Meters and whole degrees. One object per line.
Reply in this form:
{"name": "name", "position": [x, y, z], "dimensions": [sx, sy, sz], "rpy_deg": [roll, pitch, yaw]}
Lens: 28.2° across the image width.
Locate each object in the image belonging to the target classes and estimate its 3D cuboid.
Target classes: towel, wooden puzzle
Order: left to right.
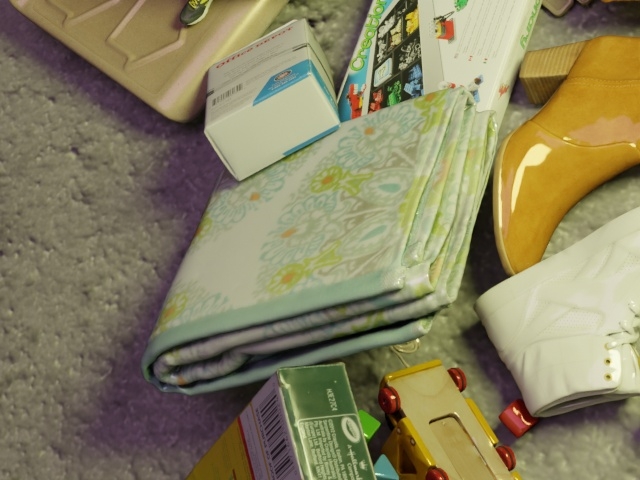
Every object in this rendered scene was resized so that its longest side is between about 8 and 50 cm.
{"name": "wooden puzzle", "position": [-0.198, -0.353, 1.676], "dimensions": [0.348, 0.080, 0.322], "rpy_deg": [36, 86, 23]}
{"name": "towel", "position": [0.000, 0.000, 1.358], "dimensions": [0.374, 0.090, 0.320], "rpy_deg": [-16, 36, 32]}

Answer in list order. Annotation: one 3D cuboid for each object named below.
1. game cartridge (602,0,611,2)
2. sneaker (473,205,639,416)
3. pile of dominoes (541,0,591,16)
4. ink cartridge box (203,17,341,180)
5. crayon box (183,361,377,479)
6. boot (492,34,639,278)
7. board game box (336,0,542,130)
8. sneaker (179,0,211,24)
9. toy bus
{"name": "game cartridge", "position": [0.461, -0.384, 1.380], "dimensions": [0.323, 0.053, 0.285], "rpy_deg": [2, 63, 21]}
{"name": "sneaker", "position": [0.318, 0.072, 1.298], "dimensions": [0.292, 0.108, 0.169], "rpy_deg": [-32, 64, 19]}
{"name": "pile of dominoes", "position": [0.346, -0.373, 1.499], "dimensions": [0.251, 0.040, 0.196], "rpy_deg": [-23, 64, 22]}
{"name": "ink cartridge box", "position": [-0.058, -0.169, 1.492], "dimensions": [0.139, 0.082, 0.191], "rpy_deg": [-27, 25, 11]}
{"name": "crayon box", "position": [-0.044, 0.280, 1.300], "dimensions": [0.081, 0.318, 0.202], "rpy_deg": [-2, 63, -27]}
{"name": "boot", "position": [0.305, -0.095, 1.354], "dimensions": [0.211, 0.104, 0.295], "rpy_deg": [0, 64, 28]}
{"name": "board game box", "position": [0.144, -0.240, 1.498], "dimensions": [0.193, 0.053, 0.305], "rpy_deg": [15, 79, 28]}
{"name": "sneaker", "position": [-0.149, -0.306, 1.581], "dimensions": [0.031, 0.035, 0.083], "rpy_deg": [36, 86, 24]}
{"name": "toy bus", "position": [0.114, 0.213, 1.321], "dimensions": [0.191, 0.104, 0.202], "rpy_deg": [25, 45, -1]}
